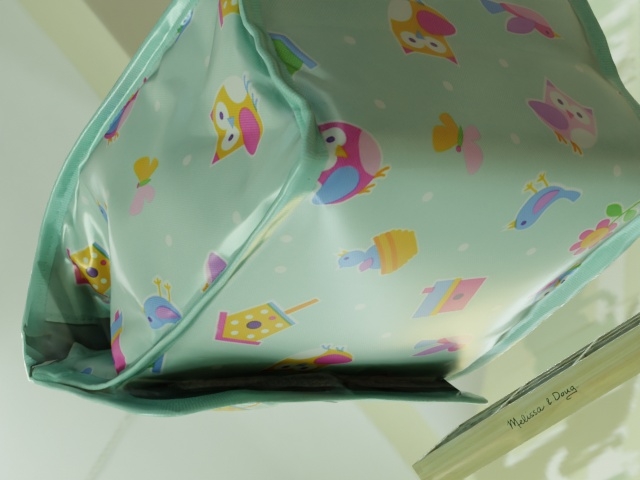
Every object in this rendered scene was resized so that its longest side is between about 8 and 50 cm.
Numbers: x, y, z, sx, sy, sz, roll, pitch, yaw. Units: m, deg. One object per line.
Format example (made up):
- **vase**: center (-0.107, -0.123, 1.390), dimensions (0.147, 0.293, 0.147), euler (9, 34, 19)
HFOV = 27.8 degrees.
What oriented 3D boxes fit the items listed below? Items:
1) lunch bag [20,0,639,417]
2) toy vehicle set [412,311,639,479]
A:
- **lunch bag**: center (0.000, 0.000, 0.618), dimensions (0.223, 0.262, 0.160), euler (3, -128, -37)
- **toy vehicle set**: center (0.221, 0.140, 1.204), dimensions (0.035, 0.266, 0.166), euler (57, -162, 7)
